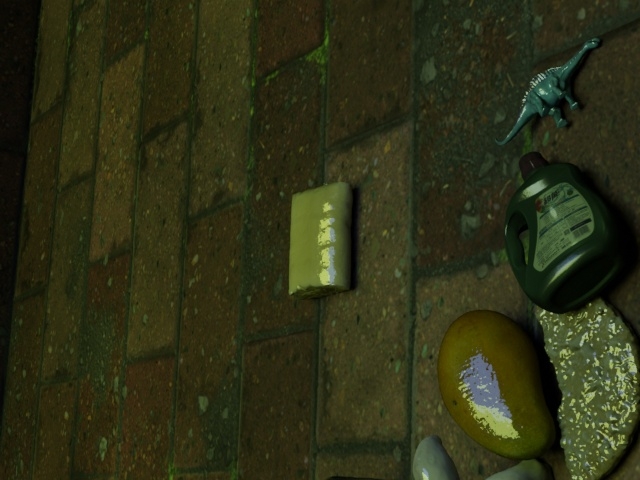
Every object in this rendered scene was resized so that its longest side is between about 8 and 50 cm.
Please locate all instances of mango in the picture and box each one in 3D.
[{"bbox_3d":[0.219,0.182,1.480,0.136,0.099,0.228,-35,45,13],"label":"mango"}]

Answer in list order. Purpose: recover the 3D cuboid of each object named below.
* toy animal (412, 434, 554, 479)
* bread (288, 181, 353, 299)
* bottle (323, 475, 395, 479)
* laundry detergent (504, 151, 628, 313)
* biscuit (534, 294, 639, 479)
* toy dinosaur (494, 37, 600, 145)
[{"bbox_3d":[0.179,0.406,1.403,0.154,0.208,0.325,105,178,-77],"label":"toy animal"},{"bbox_3d":[-0.001,0.000,1.917,0.139,0.060,0.178,-19,65,54],"label":"bread"},{"bbox_3d":[0.069,0.500,1.572,0.171,0.171,0.351,-3,81,57],"label":"bottle"},{"bbox_3d":[0.284,-0.022,1.457,0.144,0.078,0.222,-45,40,22],"label":"laundry detergent"},{"bbox_3d":[0.326,0.156,1.397,0.133,0.032,0.250,-35,52,46],"label":"biscuit"},{"bbox_3d":[0.296,-0.185,1.532,0.197,0.045,0.080,-48,31,29],"label":"toy dinosaur"}]
